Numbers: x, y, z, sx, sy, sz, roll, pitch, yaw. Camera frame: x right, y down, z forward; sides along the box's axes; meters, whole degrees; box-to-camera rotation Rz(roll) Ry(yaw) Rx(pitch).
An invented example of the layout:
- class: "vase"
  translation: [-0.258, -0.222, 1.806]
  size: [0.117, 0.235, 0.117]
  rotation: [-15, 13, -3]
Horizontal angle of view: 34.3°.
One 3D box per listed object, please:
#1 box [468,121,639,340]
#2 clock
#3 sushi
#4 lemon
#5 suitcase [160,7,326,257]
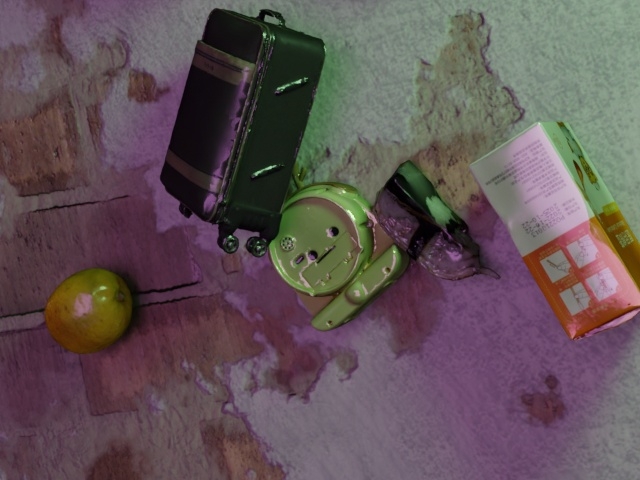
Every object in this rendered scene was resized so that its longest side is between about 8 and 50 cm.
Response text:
- class: "box"
  translation: [0.417, -0.021, 1.729]
  size: [0.143, 0.225, 0.341]
  rotation: [-34, 82, 25]
- class: "clock"
  translation: [0.000, 0.000, 1.978]
  size: [0.235, 0.096, 0.308]
  rotation: [-45, 77, 22]
- class: "sushi"
  translation: [0.200, -0.005, 1.886]
  size: [0.273, 0.134, 0.109]
  rotation: [48, 117, 1]
- class: "lemon"
  translation: [-0.484, 0.149, 2.164]
  size: [0.207, 0.170, 0.170]
  rotation: [-34, 83, 28]
- class: "suitcase"
  translation: [-0.153, -0.216, 1.929]
  size: [0.283, 0.194, 0.434]
  rotation: [35, 111, 55]
